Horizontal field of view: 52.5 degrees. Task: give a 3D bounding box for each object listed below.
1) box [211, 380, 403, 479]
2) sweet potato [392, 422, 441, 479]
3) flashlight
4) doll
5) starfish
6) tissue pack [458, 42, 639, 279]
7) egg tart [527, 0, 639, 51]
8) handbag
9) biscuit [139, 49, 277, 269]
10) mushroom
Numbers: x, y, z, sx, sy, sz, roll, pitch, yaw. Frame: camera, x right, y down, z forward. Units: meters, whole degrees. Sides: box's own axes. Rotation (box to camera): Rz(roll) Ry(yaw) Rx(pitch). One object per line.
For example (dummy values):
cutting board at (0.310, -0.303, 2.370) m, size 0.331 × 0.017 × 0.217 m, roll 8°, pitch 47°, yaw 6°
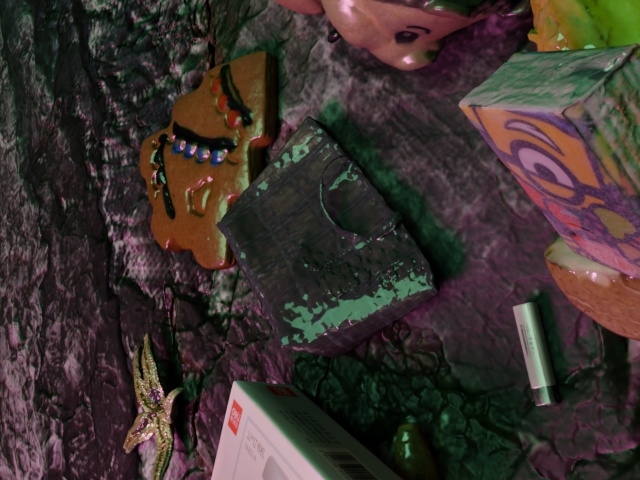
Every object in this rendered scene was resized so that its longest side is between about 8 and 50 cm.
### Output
box at (-0.020, 0.238, 0.600) m, size 0.269 × 0.079 × 0.135 m, roll 21°, pitch 98°, yaw 62°
sweet potato at (0.085, 0.285, 0.556) m, size 0.077 × 0.077 × 0.244 m, roll -30°, pitch 57°, yaw 36°
flashlight at (0.178, 0.093, 0.534) m, size 0.018 × 0.018 × 0.083 m, roll -23°, pitch 67°, yaw 39°
doll at (0.041, -0.299, 0.606) m, size 0.349 × 0.247 × 0.248 m, roll 32°, pitch 104°, yaw 35°
starfish at (-0.223, 0.230, 0.864) m, size 0.217 × 0.050 × 0.224 m, roll -44°, pitch 44°, yaw 36°
tissue pack at (0.167, -0.044, 0.387) m, size 0.060 × 0.148 × 0.108 m, roll -46°, pitch 22°, yaw -2°
egg tart at (0.301, -0.187, 0.391) m, size 0.345 × 0.132 × 0.346 m, roll -9°, pitch 78°, yaw 43°
handbag at (0.000, 0.000, 0.684) m, size 0.175 × 0.088 × 0.270 m, roll -45°, pitch 55°, yaw 18°
biscuit at (-0.150, -0.121, 0.862) m, size 0.278 × 0.043 × 0.302 m, roll 45°, pitch 113°, yaw 38°
mushroom at (0.254, 0.024, 0.429) m, size 0.209 × 0.094 × 0.072 m, roll -11°, pitch 37°, yaw 44°
